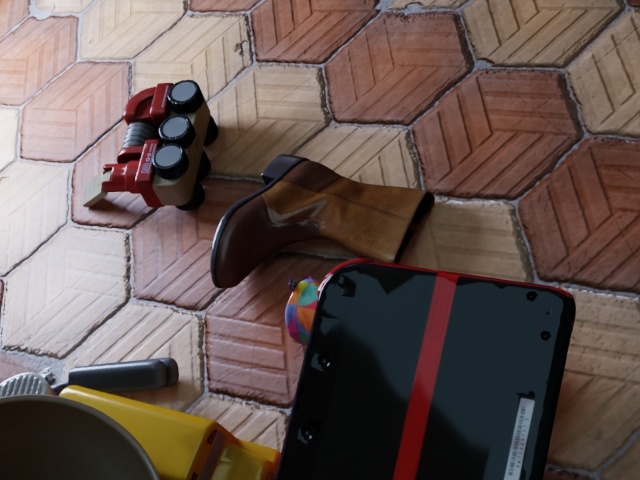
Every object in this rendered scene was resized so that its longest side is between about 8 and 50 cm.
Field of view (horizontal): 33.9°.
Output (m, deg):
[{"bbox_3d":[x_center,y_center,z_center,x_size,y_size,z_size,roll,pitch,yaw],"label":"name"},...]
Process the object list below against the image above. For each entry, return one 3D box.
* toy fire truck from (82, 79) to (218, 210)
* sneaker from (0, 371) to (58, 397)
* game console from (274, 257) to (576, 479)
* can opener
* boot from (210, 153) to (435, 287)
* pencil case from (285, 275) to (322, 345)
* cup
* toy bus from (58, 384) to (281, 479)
[{"bbox_3d":[-0.315,-0.149,1.820,0.246,0.158,0.217,-1,56,13],"label":"toy fire truck"},{"bbox_3d":[-0.495,0.312,1.507,0.282,0.161,0.102,-24,56,-12],"label":"sneaker"},{"bbox_3d":[0.120,0.223,1.313,0.342,0.060,0.386,9,80,25],"label":"game console"},{"bbox_3d":[-0.347,0.228,1.607,0.280,0.074,0.093,-12,87,20],"label":"can opener"},{"bbox_3d":[0.000,0.000,1.591,0.280,0.096,0.264,19,54,30],"label":"boot"},{"bbox_3d":[0.062,0.110,1.460,0.236,0.104,0.104,11,62,31],"label":"pencil case"},{"bbox_3d":[-0.374,0.388,1.326,0.331,0.237,0.331,8,62,-15],"label":"cup"},{"bbox_3d":[-0.215,0.294,1.440,0.333,0.130,0.108,8,61,31],"label":"toy bus"}]
